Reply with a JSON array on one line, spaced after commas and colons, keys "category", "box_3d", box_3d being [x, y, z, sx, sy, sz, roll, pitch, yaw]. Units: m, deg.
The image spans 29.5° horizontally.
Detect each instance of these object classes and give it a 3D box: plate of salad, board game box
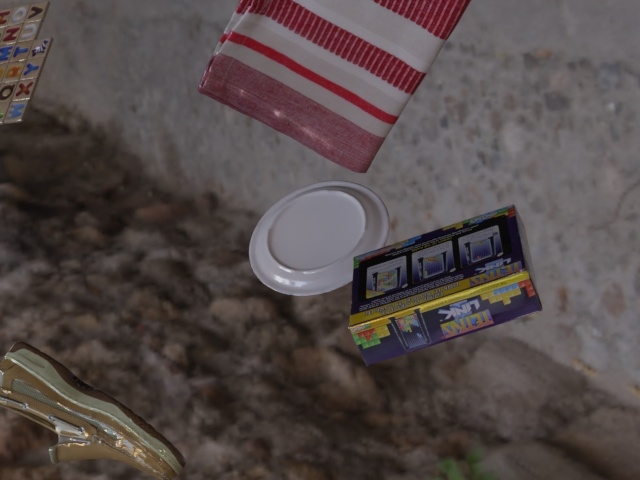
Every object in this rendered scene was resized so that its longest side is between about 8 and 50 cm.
[{"category": "plate of salad", "box_3d": [0.000, 0.000, 1.651, 0.200, 0.200, 0.048, 57, 175, 44]}, {"category": "board game box", "box_3d": [0.115, 0.040, 1.139, 0.141, 0.170, 0.048, -83, -29, -62]}]

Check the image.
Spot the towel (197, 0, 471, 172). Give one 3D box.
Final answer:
[{"category": "towel", "box_3d": [0.021, -0.248, 1.412, 0.329, 0.237, 0.037, -58, 10, 35]}]

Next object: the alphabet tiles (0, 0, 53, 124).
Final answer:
[{"category": "alphabet tiles", "box_3d": [-0.518, -0.284, 1.968, 0.198, 0.009, 0.237, -3, 61, 31]}]

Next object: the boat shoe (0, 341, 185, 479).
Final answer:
[{"category": "boat shoe", "box_3d": [-0.210, 0.167, 1.061, 0.190, 0.072, 0.068, 29, 157, 13]}]
